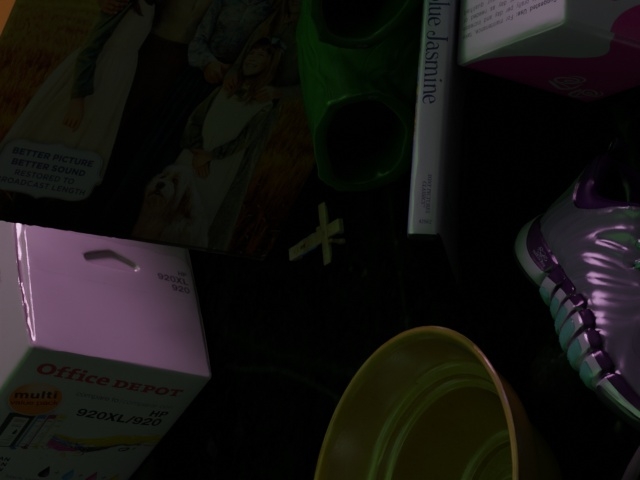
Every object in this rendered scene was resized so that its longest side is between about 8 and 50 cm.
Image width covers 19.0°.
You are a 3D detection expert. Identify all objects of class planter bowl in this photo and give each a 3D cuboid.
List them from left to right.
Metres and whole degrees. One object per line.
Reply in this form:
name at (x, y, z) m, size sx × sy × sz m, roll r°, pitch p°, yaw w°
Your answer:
planter bowl at (0.088, 0.167, 1.187) m, size 0.217 × 0.090 × 0.217 m, roll -29°, pitch 55°, yaw 52°

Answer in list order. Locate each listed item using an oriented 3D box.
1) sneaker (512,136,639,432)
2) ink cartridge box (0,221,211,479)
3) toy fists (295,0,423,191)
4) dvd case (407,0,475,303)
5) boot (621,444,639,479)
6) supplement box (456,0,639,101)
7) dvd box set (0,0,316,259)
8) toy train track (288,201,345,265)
sneaker at (0.185, 0.028, 1.097) m, size 0.098 × 0.083 × 0.223 m, roll -57°, pitch 35°, yaw 21°
ink cartridge box at (-0.229, 0.106, 1.646) m, size 0.232 × 0.171 × 0.168 m, roll -51°, pitch 40°, yaw 37°
toy fists at (0.030, -0.168, 1.312) m, size 0.279 × 0.096 × 0.142 m, roll 87°, pitch 174°, yaw -52°
dvd case at (0.084, -0.099, 1.256) m, size 0.180 × 0.022 × 0.253 m, roll 58°, pitch -145°, yaw -73°
boot at (0.241, 0.224, 0.916) m, size 0.280 × 0.096 × 0.264 m, roll 35°, pitch 108°, yaw 56°
supplement box at (0.164, -0.211, 1.186) m, size 0.114 × 0.111 × 0.220 m, roll -18°, pitch 63°, yaw 55°
dvd box set at (-0.083, -0.187, 1.393) m, size 0.062 × 0.308 × 0.420 m, roll 52°, pitch 122°, yaw 44°
toy train track at (0.000, 0.000, 1.470) m, size 0.083 × 0.014 × 0.048 m, roll -31°, pitch 60°, yaw 57°
